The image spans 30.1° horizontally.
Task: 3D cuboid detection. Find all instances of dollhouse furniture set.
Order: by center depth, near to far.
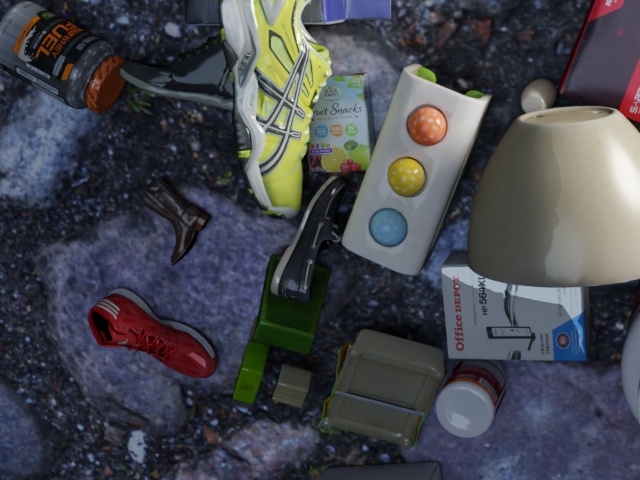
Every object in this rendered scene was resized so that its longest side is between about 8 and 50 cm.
[{"bbox_3d":[0.036,0.175,1.844,0.301,0.151,0.198,16,131,-4],"label":"dollhouse furniture set"}]

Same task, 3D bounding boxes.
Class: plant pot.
[{"bbox_3d":[0.328,-0.071,1.553,0.284,0.284,0.191,-1,106,19],"label":"plant pot"}]

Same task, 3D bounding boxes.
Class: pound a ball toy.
[{"bbox_3d":[0.176,-0.104,1.680,0.208,0.136,0.319,25,112,11],"label":"pound a ball toy"}]

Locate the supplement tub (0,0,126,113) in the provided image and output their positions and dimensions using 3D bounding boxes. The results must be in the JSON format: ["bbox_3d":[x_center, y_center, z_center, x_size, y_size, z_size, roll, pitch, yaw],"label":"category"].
[{"bbox_3d":[-0.400,-0.279,1.840,0.190,0.117,0.117,28,112,9],"label":"supplement tub"}]

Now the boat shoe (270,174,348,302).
[{"bbox_3d":[0.000,0.000,1.765,0.065,0.075,0.206,23,74,18],"label":"boat shoe"}]

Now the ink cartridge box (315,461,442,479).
[{"bbox_3d":[0.107,0.499,1.877,0.201,0.117,0.278,-8,102,21],"label":"ink cartridge box"}]

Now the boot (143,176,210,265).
[{"bbox_3d":[-0.246,-0.032,1.898,0.114,0.037,0.106,35,100,4],"label":"boot"}]

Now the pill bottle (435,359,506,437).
[{"bbox_3d":[0.225,0.221,1.742,0.086,0.152,0.086,5,106,18],"label":"pill bottle"}]

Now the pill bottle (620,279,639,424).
[{"bbox_3d":[0.497,0.136,1.486,0.229,0.407,0.229,5,106,18],"label":"pill bottle"}]

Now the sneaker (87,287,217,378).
[{"bbox_3d":[-0.281,0.169,1.914,0.221,0.128,0.087,29,113,11],"label":"sneaker"}]

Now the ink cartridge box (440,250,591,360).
[{"bbox_3d":[0.283,0.093,1.723,0.203,0.086,0.148,-2,104,19],"label":"ink cartridge box"}]

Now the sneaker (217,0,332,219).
[{"bbox_3d":[-0.052,-0.204,1.686,0.147,0.145,0.385,-7,119,1],"label":"sneaker"}]

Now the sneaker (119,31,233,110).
[{"bbox_3d":[-0.188,-0.273,1.797,0.222,0.083,0.118,13,104,5],"label":"sneaker"}]

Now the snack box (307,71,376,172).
[{"bbox_3d":[0.026,-0.173,1.765,0.100,0.037,0.141,-2,104,19],"label":"snack box"}]

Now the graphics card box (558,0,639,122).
[{"bbox_3d":[0.524,-0.239,1.547,0.370,0.094,0.233,23,111,11],"label":"graphics card box"}]

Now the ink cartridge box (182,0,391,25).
[{"bbox_3d":[-0.059,-0.461,1.702,0.307,0.072,0.304,2,105,20],"label":"ink cartridge box"}]
